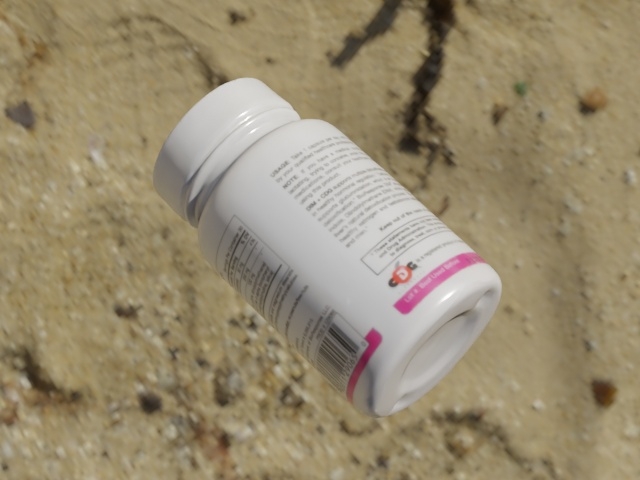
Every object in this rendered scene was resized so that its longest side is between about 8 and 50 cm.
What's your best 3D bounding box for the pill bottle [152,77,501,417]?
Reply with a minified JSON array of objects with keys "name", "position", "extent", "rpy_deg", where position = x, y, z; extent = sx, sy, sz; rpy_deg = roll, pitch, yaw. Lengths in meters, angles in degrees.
[{"name":"pill bottle","position":[0.000,0.000,1.392],"extent":[0.160,0.283,0.160],"rpy_deg":[-39,158,-19]}]
